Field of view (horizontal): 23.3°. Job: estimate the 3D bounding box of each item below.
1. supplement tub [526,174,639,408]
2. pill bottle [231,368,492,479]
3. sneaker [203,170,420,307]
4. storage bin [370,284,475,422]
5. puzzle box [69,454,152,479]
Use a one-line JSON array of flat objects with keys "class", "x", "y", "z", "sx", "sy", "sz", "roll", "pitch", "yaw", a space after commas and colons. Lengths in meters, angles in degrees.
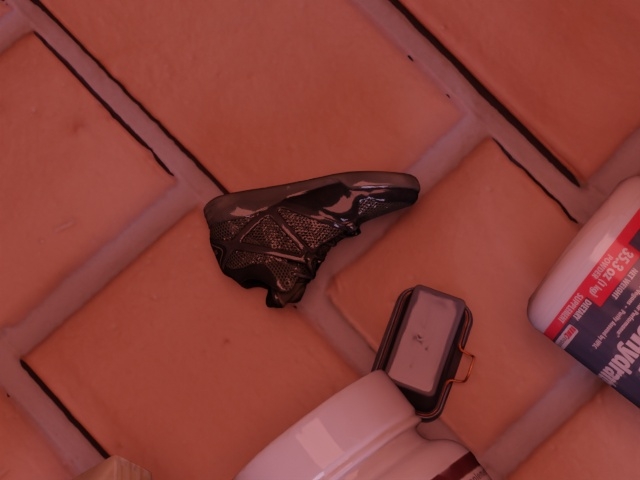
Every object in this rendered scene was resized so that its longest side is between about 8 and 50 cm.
[{"class": "supplement tub", "x": 0.362, "y": 0.082, "z": 1.546, "sx": 0.272, "sy": 0.191, "sz": 0.191, "roll": 38, "pitch": 79, "yaw": 9}, {"class": "pill bottle", "x": 0.104, "y": 0.330, "z": 1.469, "sx": 0.224, "sy": 0.224, "sz": 0.392, "roll": -37, "pitch": 79, "yaw": -8}, {"class": "sneaker", "x": 0.000, "y": 0.000, "z": 1.625, "sx": 0.228, "sy": 0.087, "sz": 0.130, "roll": -12, "pitch": 78, "yaw": 0}, {"class": "storage bin", "x": 0.110, "y": 0.112, "z": 1.592, "sx": 0.098, "sy": 0.091, "sz": 0.135, "roll": 20, "pitch": 78, "yaw": 5}, {"class": "puzzle box", "x": -0.260, "y": 0.423, "z": 1.380, "sx": 0.272, "sy": 0.052, "sz": 0.409, "roll": -31, "pitch": 44, "yaw": 29}]
